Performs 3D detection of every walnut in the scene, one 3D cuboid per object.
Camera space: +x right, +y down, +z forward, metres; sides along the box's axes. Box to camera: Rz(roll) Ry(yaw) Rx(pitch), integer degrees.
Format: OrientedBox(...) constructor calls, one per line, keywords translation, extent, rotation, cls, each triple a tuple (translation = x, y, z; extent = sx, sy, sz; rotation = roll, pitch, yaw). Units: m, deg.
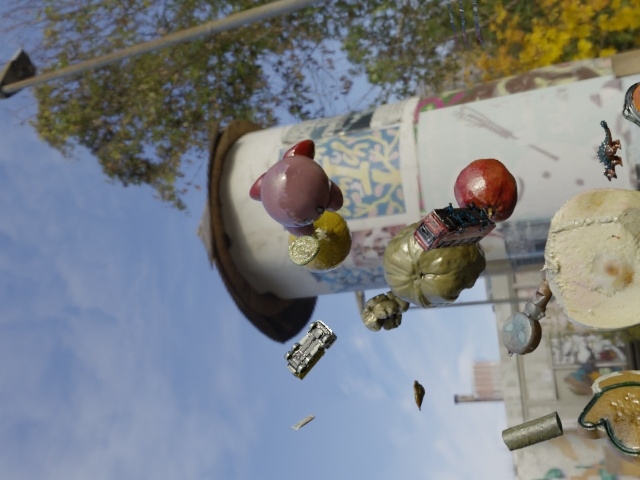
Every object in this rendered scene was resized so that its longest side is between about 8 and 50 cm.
OrientedBox(translation=(0.333, 0.063, 2.059), extent=(0.253, 0.282, 0.277), rotation=(55, -138, -3), cls="walnut")

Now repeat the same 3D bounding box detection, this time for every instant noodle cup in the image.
OrientedBox(translation=(0.956, -0.406, 1.920), extent=(0.177, 0.208, 0.125), rotation=(52, 161, 19), cls="instant noodle cup")

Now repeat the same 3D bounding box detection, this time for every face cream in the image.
OrientedBox(translation=(-0.067, 0.695, 2.638), extent=(0.115, 0.038, 0.020), rotation=(-18, -76, -48), cls="face cream")

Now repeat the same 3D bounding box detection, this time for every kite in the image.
OrientedBox(translation=(0.266, -0.469, 1.303), extent=(0.016, 0.127, 0.229), rotation=(-35, -62, -30), cls="kite")

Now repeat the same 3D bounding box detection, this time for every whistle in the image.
OrientedBox(translation=(0.521, 0.196, 1.720), extent=(0.057, 0.107, 0.219), rotation=(14, -73, -30), cls="whistle")

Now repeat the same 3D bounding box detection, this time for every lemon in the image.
OrientedBox(translation=(0.001, -0.004, 2.458), extent=(0.253, 0.229, 0.228), rotation=(102, 172, -63), cls="lemon")

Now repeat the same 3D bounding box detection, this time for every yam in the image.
OrientedBox(translation=(0.602, 0.542, 1.952), extent=(0.068, 0.169, 0.068), rotation=(42, -149, -33), cls="yam")

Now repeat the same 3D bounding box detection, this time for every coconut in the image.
OrientedBox(translation=(0.618, 0.031, 1.449), extent=(0.254, 0.297, 0.297), rotation=(-37, -62, -54), cls="coconut")

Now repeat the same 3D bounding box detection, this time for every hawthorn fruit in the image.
OrientedBox(translation=(0.518, -0.136, 2.146), extent=(0.253, 0.205, 0.205), rotation=(-92, -18, -51), cls="hawthorn fruit")

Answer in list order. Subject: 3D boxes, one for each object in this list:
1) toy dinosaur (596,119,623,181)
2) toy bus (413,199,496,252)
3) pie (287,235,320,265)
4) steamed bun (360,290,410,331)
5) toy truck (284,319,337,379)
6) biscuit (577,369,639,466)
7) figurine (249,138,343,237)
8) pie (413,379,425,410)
OrientedBox(translation=(0.672, -0.208, 1.608), extent=(0.049, 0.055, 0.154), rotation=(-52, -51, -56), cls="toy dinosaur")
OrientedBox(translation=(0.293, -0.027, 1.487), extent=(0.235, 0.096, 0.073), rotation=(-7, -127, -49), cls="toy bus")
OrientedBox(translation=(-0.040, 0.024, 1.683), extent=(0.021, 0.084, 0.084), rotation=(53, -144, -55), cls="pie")
OrientedBox(translation=(0.253, 0.268, 2.580), extent=(0.193, 0.177, 0.106), rotation=(-11, -118, -30), cls="steamed bun")
OrientedBox(translation=(-0.037, 0.412, 2.584), extent=(0.227, 0.098, 0.114), rotation=(-50, -31, 0), cls="toy truck")
OrientedBox(translation=(0.926, 0.530, 2.105), extent=(0.343, 0.288, 0.057), rotation=(-79, -29, -55), cls="biscuit")
OrientedBox(translation=(-0.088, -0.159, 2.107), extent=(0.261, 0.270, 0.211), rotation=(53, -169, 18), cls="figurine")
OrientedBox(translation=(0.392, 0.609, 2.768), extent=(0.092, 0.034, 0.170), rotation=(68, -163, -4), cls="pie")
